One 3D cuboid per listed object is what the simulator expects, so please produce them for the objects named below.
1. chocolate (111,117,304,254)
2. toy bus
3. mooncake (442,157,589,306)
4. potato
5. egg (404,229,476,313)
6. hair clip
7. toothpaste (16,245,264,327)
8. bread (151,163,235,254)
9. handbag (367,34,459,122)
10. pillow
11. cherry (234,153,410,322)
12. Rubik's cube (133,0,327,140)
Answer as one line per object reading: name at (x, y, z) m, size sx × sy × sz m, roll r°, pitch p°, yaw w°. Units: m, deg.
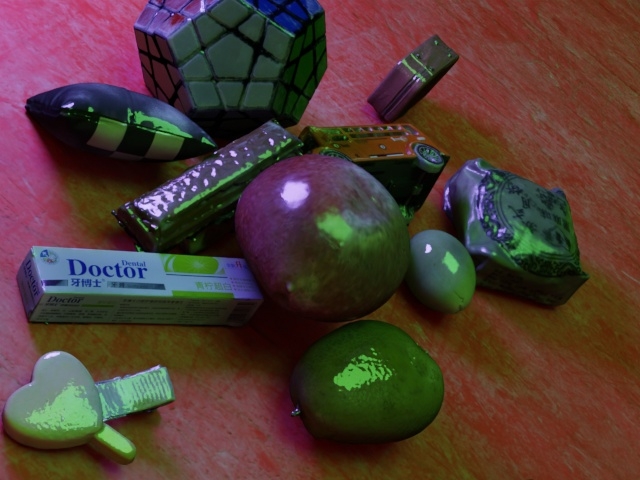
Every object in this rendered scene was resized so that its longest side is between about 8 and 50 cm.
chocolate at (-0.151, -0.084, 1.735) m, size 0.329 × 0.065 × 0.102 m, roll -34°, pitch 79°, yaw -35°
toy bus at (0.056, -0.114, 1.987) m, size 0.329 × 0.143 × 0.153 m, roll -9°, pitch 48°, yaw -43°
mooncake at (0.354, -0.021, 2.135) m, size 0.255 × 0.136 × 0.250 m, roll 17°, pitch 47°, yaw -25°
potato at (0.058, 0.203, 1.655) m, size 0.251 × 0.159 × 0.174 m, roll -12°, pitch 37°, yaw -35°
egg at (0.195, 0.052, 1.947) m, size 0.114 × 0.114 × 0.152 m, roll 1°, pitch 55°, yaw -39°
hair clip at (-0.280, 0.208, 1.451) m, size 0.219 × 0.071 × 0.159 m, roll -8°, pitch 59°, yaw -38°
toothpaste at (-0.239, 0.066, 1.621) m, size 0.337 × 0.067 × 0.081 m, roll 5°, pitch 46°, yaw -36°
bread at (-0.160, -0.073, 1.815) m, size 0.128 × 0.088 × 0.232 m, roll 41°, pitch 42°, yaw 15°
handbag at (0.173, -0.304, 2.260) m, size 0.072 × 0.151 × 0.193 m, roll 44°, pitch 36°, yaw 1°
pillow at (-0.293, -0.172, 1.757) m, size 0.250 × 0.106 × 0.186 m, roll 11°, pitch 3°, yaw -32°
cherry at (0.000, 0.000, 1.680) m, size 0.261 × 0.221 × 0.307 m, roll 36°, pitch 22°, yaw 0°
Rubik's cube at (-0.141, -0.312, 1.917) m, size 0.319 × 0.264 × 0.319 m, roll 22°, pitch 41°, yaw -21°
